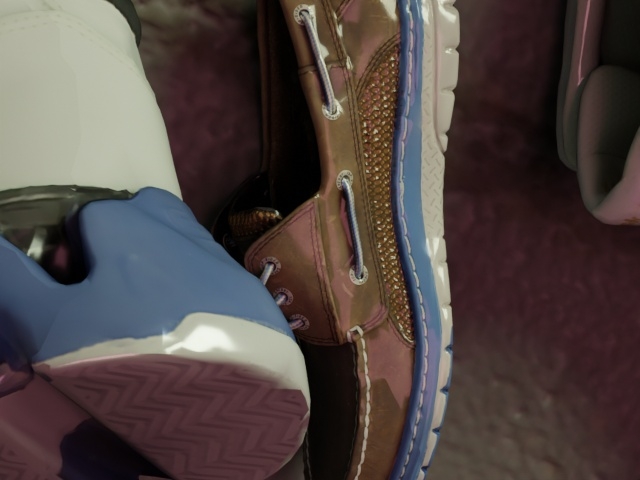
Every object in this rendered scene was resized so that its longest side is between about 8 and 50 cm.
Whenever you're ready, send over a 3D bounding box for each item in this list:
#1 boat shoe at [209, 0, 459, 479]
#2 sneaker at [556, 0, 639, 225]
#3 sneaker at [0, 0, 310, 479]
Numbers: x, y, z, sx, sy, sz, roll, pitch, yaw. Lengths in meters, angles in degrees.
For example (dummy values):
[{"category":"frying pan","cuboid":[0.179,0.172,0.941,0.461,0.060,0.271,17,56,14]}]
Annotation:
[{"category":"boat shoe","cuboid":[0.000,0.000,0.559,0.066,0.066,0.183,0,93,-24]},{"category":"sneaker","cuboid":[0.162,-0.003,0.625,0.169,0.108,0.292,-13,99,-24]},{"category":"sneaker","cuboid":[-0.168,0.006,0.431,0.315,0.182,0.127,-16,149,5]}]
